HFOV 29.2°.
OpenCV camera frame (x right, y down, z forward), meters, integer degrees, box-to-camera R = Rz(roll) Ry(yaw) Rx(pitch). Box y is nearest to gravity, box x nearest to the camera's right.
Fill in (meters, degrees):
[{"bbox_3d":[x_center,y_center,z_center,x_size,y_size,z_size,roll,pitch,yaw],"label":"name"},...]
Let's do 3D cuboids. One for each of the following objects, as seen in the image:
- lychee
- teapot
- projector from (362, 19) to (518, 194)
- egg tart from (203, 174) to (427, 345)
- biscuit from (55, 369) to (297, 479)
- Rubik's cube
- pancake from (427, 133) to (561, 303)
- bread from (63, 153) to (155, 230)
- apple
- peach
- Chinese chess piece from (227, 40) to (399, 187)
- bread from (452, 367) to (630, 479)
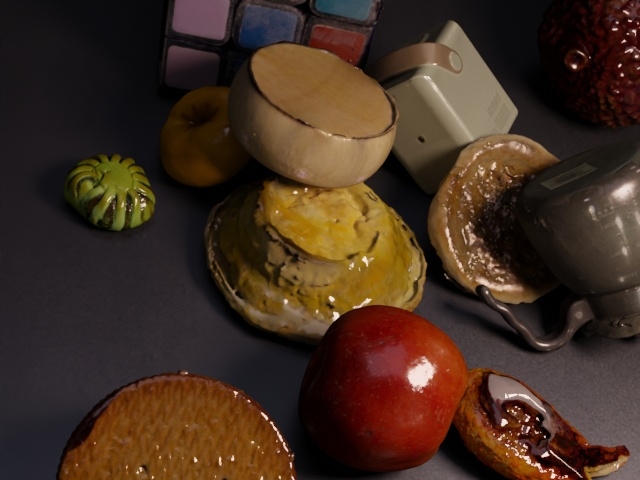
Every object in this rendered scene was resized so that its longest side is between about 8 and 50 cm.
[{"bbox_3d":[0.529,-0.343,2.127,0.330,0.306,0.306,-16,54,-32],"label":"lychee"},{"bbox_3d":[0.410,0.039,1.793,0.305,0.223,0.285,-35,106,-30],"label":"teapot"},{"bbox_3d":[0.186,-0.223,1.979,0.242,0.163,0.177,49,45,-20],"label":"projector"},{"bbox_3d":[0.000,0.000,1.821,0.345,0.132,0.345,8,47,-8],"label":"egg tart"},{"bbox_3d":[-0.171,0.311,1.487,0.305,0.038,0.305,2,80,-13],"label":"biscuit"},{"bbox_3d":[-0.074,-0.451,2.053,0.359,0.362,0.363,13,49,-4],"label":"Rubik's cube"},{"bbox_3d":[0.296,-0.031,1.895,0.282,0.049,0.282,3,80,-20],"label":"pancake"},{"bbox_3d":[-0.318,-0.076,1.857,0.130,0.071,0.139,-15,54,-29],"label":"bread"},{"bbox_3d":[0.080,0.194,1.609,0.201,0.218,0.218,23,48,1],"label":"apple"},{"bbox_3d":[-0.169,-0.165,1.917,0.179,0.103,0.179,-17,48,20],"label":"peach"},{"bbox_3d":[-0.012,-0.188,1.826,0.257,0.104,0.257,17,35,-12],"label":"Chinese chess piece"},{"bbox_3d":[0.290,0.277,1.673,0.269,0.095,0.139,35,52,0],"label":"bread"}]
